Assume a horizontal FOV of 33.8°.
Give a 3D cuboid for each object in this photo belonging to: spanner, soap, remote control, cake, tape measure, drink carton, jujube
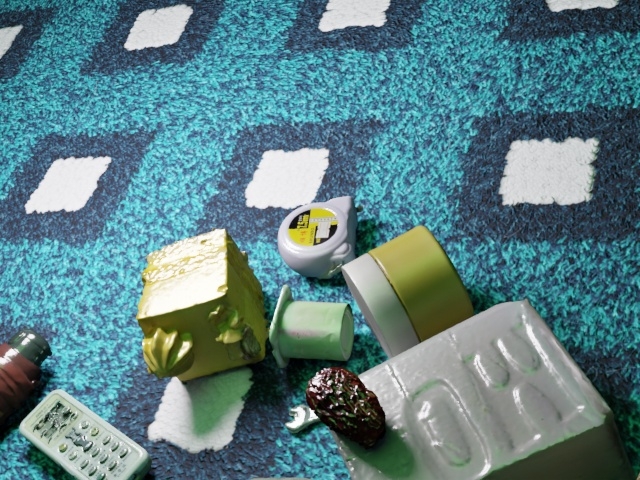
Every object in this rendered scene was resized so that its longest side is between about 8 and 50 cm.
[{"bbox_3d":[0.075,0.319,2.042,0.302,0.017,0.071,-14,44,12],"label":"spanner"},{"bbox_3d":[0.256,0.335,1.808,0.435,0.213,0.350,-26,45,2],"label":"soap"},{"bbox_3d":[-0.483,0.423,2.164,0.335,0.065,0.128,24,64,39],"label":"remote control"},{"bbox_3d":[-0.246,0.162,2.194,0.228,0.222,0.286,-18,44,11],"label":"cake"},{"bbox_3d":[-0.003,-0.002,2.330,0.178,0.105,0.196,-1,50,14],"label":"tape measure"},{"bbox_3d":[-0.011,0.185,2.134,0.142,0.144,0.146,2,50,14],"label":"drink carton"},{"bbox_3d":[0.045,0.271,1.751,0.166,0.104,0.104,28,64,37],"label":"jujube"}]

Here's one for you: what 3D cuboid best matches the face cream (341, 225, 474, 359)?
[{"bbox_3d":[0.170,0.104,2.057,0.179,0.218,0.218,-28,43,-4],"label":"face cream"}]

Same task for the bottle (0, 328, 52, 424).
[{"bbox_3d":[-0.711,0.310,2.314,0.271,0.156,0.143,-52,24,-20],"label":"bottle"}]

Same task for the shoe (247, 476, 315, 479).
[{"bbox_3d":[-0.099,0.483,1.921,0.251,0.103,0.100,-5,2,3],"label":"shoe"}]

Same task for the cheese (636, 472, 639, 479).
[{"bbox_3d":[0.549,0.518,1.477,0.384,0.104,0.383,1,93,24],"label":"cheese"}]
